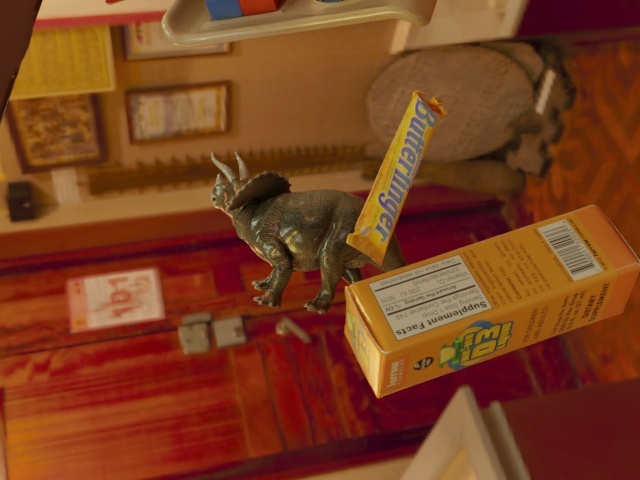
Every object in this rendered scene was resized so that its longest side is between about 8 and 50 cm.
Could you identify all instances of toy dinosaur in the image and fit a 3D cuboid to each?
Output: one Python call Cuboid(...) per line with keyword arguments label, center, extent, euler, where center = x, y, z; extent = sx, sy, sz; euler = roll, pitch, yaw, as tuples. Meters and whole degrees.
Cuboid(label="toy dinosaur", center=(0.000, 0.000, 1.063), extent=(0.121, 0.313, 0.160), euler=(-45, -34, -79))

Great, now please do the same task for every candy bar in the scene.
Cuboid(label="candy bar", center=(0.068, -0.058, 0.778), extent=(0.018, 0.040, 0.162), euler=(-5, 58, 64))

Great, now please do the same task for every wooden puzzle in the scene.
Cuboid(label="wooden puzzle", center=(-0.008, -0.377, 1.184), extent=(0.322, 0.347, 0.081), euler=(-69, -27, -46))

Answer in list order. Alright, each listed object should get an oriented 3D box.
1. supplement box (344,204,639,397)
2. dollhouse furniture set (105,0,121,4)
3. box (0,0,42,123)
Cuboid(label="supplement box", center=(0.139, 0.049, 0.733), extent=(0.078, 0.233, 0.080), euler=(88, 163, -51))
Cuboid(label="dollhouse furniture set", center=(-0.152, -0.473, 1.306), extent=(0.201, 0.374, 0.152), euler=(-3, 136, 42))
Cuboid(label="box", center=(-0.344, -0.209, 0.753), extent=(0.203, 0.167, 0.169), euler=(37, 107, 57))
